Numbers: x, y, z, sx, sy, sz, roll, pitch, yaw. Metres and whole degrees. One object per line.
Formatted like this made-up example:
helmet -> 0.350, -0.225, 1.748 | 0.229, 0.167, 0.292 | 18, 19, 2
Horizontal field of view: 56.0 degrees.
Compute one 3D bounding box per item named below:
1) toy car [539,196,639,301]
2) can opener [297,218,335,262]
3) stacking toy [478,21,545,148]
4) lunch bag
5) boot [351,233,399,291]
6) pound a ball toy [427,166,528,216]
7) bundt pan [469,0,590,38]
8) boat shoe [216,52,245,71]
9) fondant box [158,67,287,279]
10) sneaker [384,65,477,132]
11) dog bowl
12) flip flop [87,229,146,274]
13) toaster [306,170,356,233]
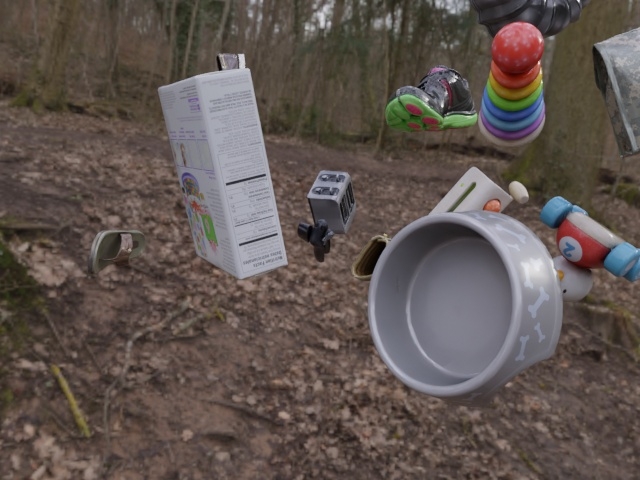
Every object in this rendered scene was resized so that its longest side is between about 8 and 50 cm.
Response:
toy car -> 0.580, 0.062, 1.390 | 0.210, 0.238, 0.219 | 12, 27, -48
can opener -> 0.000, 0.000, 1.332 | 0.073, 0.059, 0.186 | 34, -11, 19
stacking toy -> 0.378, -0.311, 1.182 | 0.141, 0.141, 0.330 | 5, -16, 17
lunch bag -> 0.778, -0.358, 1.379 | 0.235, 0.286, 0.169 | -16, -2, 16
boot -> 0.216, 0.027, 1.329 | 0.262, 0.095, 0.203 | -35, -36, 29
pound a ball toy -> 0.465, -0.062, 1.784 | 0.208, 0.319, 0.135 | 30, 19, -37
bundt pan -> 0.513, -0.625, 1.404 | 0.331, 0.330, 0.124 | 1, 16, -22
boat shoe -> -0.315, -0.500, 2.088 | 0.097, 0.324, 0.116 | 2, -14, -15
fondant box -> -0.176, -0.118, 1.057 | 0.096, 0.330, 0.238 | -16, 16, -25
sneaker -> 0.342, -0.448, 1.900 | 0.185, 0.202, 0.483 | -2, 7, 33
dog bowl -> 0.225, 0.109, 1.033 | 0.102, 0.348, 0.349 | 10, -1, -44
flip flop -> -0.543, 0.029, 1.649 | 0.080, 0.112, 0.277 | 15, 9, 12
toaster -> 0.038, -0.116, 1.991 | 0.110, 0.185, 0.168 | 2, 38, 21
